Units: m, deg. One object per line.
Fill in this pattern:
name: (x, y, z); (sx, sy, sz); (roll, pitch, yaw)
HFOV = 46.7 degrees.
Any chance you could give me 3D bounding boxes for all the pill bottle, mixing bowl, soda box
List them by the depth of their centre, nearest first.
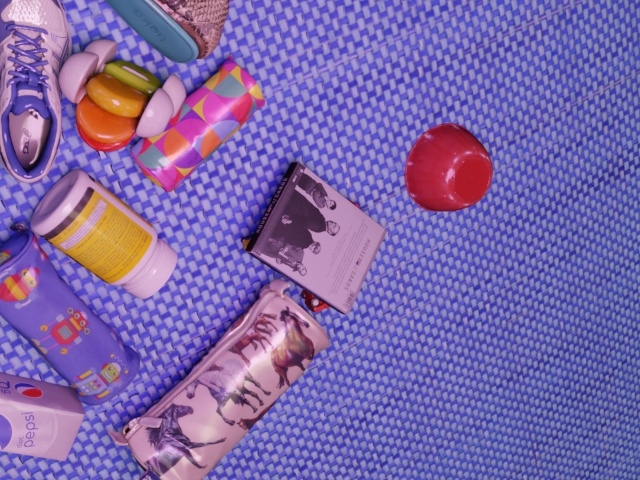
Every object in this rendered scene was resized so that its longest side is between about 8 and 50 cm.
pill bottle: (-0.333, -0.004, 1.162); (0.119, 0.119, 0.208); (-49, 121, -4)
soda box: (-0.529, 0.265, 1.171); (0.286, 0.098, 0.091); (21, 97, -32)
mixing bowl: (0.266, -0.131, 1.436); (0.181, 0.098, 0.181); (-9, 110, -25)

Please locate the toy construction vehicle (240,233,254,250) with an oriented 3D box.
toy construction vehicle: (-0.080, 0.014, 1.323); (0.098, 0.086, 0.035); (-24, 134, -34)

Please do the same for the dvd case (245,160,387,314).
dvd case: (0.000, 0.000, 1.303); (0.239, 0.030, 0.179); (36, 73, -33)

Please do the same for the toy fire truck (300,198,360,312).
toy fire truck: (0.021, 0.030, 1.398); (0.135, 0.047, 0.192); (-20, 116, -21)

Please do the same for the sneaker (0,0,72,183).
sneaker: (-0.401, -0.225, 1.044); (0.112, 0.131, 0.296); (-4, 108, -24)

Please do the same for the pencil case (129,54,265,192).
pencil case: (-0.194, -0.185, 1.186); (0.236, 0.104, 0.104); (-45, 121, -9)

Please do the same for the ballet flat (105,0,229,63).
ballet flat: (-0.316, -0.442, 1.017); (0.483, 0.164, 0.182); (32, 70, -37)

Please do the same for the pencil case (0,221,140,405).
pencil case: (-0.415, 0.123, 1.162); (0.119, 0.133, 0.306); (-44, 123, -21)

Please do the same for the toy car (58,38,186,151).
toy car: (-0.297, -0.199, 1.089); (0.159, 0.182, 0.136); (27, 116, -10)

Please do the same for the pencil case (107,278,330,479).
pencil case: (-0.167, 0.256, 1.316); (0.410, 0.160, 0.183); (-46, 136, -6)
